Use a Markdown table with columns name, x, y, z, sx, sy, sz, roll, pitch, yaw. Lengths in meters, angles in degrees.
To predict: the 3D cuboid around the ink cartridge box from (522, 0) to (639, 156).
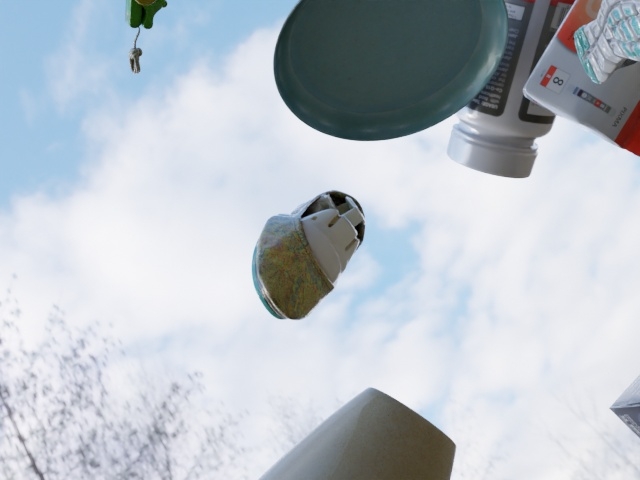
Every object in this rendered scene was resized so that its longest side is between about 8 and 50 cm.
| name | x | y | z | sx | sy | sz | roll | pitch | yaw |
| --- | --- | --- | --- | --- | --- | --- | --- | --- | --- |
| ink cartridge box | 0.321 | -0.171 | 0.900 | 0.145 | 0.179 | 0.045 | -59 | -19 | 4 |

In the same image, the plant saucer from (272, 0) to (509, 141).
| name | x | y | z | sx | sy | sz | roll | pitch | yaw |
| --- | --- | --- | --- | --- | --- | --- | --- | --- | --- |
| plant saucer | 0.091 | -0.259 | 1.172 | 0.317 | 0.044 | 0.318 | -7 | -38 | -5 |

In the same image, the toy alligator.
| name | x | y | z | sx | sy | sz | roll | pitch | yaw |
| --- | --- | --- | --- | --- | --- | --- | --- | --- | --- |
| toy alligator | -0.181 | -0.265 | 0.922 | 0.051 | 0.056 | 0.190 | -18 | -46 | -25 |

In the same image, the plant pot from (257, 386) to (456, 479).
| name | x | y | z | sx | sy | sz | roll | pitch | yaw |
| --- | --- | --- | --- | --- | --- | --- | --- | --- | --- |
| plant pot | 0.035 | 0.321 | 1.026 | 0.274 | 0.256 | 0.256 | -54 | -36 | -13 |

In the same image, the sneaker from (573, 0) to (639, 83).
| name | x | y | z | sx | sy | sz | roll | pitch | yaw |
| --- | --- | --- | --- | --- | --- | --- | --- | --- | --- |
| sneaker | 0.268 | -0.181 | 0.717 | 0.076 | 0.065 | 0.166 | -26 | 3 | -3 |

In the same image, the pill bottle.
| name | x | y | z | sx | sy | sz | roll | pitch | yaw |
| --- | --- | --- | --- | --- | --- | --- | --- | --- | --- |
| pill bottle | 0.286 | -0.248 | 1.312 | 0.161 | 0.161 | 0.283 | -3 | -65 | -38 |

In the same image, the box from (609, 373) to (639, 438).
| name | x | y | z | sx | sy | sz | roll | pitch | yaw |
| --- | --- | --- | --- | --- | --- | --- | --- | --- | --- |
| box | 0.320 | 0.102 | 0.598 | 0.180 | 0.147 | 0.077 | -43 | -8 | -10 |

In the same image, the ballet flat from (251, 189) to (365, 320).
| name | x | y | z | sx | sy | sz | roll | pitch | yaw |
| --- | --- | --- | --- | --- | --- | --- | --- | --- | --- |
| ballet flat | 0.000 | 0.000 | 1.114 | 0.123 | 0.123 | 0.348 | -53 | 1 | 15 |
